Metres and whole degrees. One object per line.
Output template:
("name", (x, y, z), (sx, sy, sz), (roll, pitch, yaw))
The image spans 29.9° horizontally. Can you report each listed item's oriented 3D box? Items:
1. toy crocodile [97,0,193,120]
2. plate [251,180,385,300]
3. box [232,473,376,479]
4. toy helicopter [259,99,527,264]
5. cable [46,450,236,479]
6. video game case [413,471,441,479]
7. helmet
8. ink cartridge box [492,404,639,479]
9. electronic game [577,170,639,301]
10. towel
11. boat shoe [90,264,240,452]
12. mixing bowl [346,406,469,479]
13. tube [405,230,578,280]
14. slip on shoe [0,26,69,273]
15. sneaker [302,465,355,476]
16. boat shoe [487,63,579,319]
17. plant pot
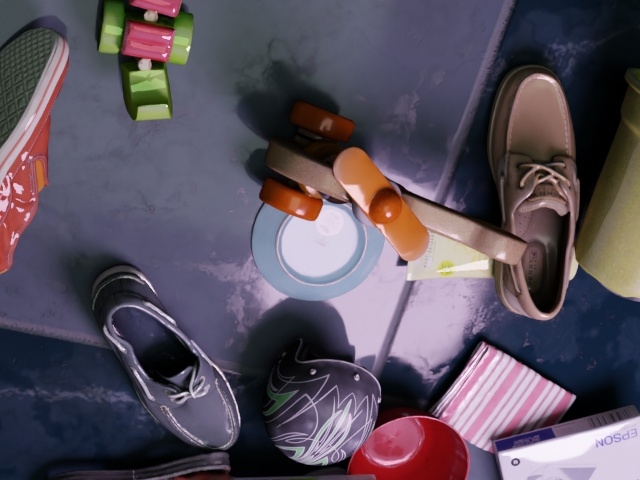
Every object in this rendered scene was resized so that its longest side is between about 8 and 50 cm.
("toy crocodile", (-0.192, -0.310, 1.420), (0.115, 0.105, 0.340), (8, 108, -16))
("plate", (0.000, 0.000, 1.630), (0.188, 0.024, 0.188), (-4, 112, -10))
("box", (-0.017, 0.391, 1.628), (0.203, 0.114, 0.103), (-1, 108, -7))
("toy helicopter", (0.099, -0.049, 1.489), (0.355, 0.235, 0.140), (21, 96, -10))
("cable", (-0.235, 0.348, 1.669), (0.287, 0.072, 0.139), (1, 144, -18))
("video game case", (0.136, 0.482, 1.827), (0.206, 0.026, 0.227), (-26, 110, 5))
("helmet", (0.001, 0.225, 1.642), (0.169, 0.161, 0.169), (-5, 112, -12))
("ink cartridge box", (0.388, 0.375, 1.798), (0.223, 0.045, 0.224), (-16, 111, 2))
("electronic game", (0.479, -0.023, 1.719), (0.229, 0.048, 0.229), (-2, 104, -9))
("towel", (0.274, 0.247, 1.790), (0.197, 0.029, 0.144), (31, 101, -24))
("boat shoe", (-0.204, 0.180, 1.611), (0.116, 0.099, 0.319), (-31, 115, -2))
("mixing bowl", (0.115, 0.310, 1.735), (0.181, 0.098, 0.181), (-5, 113, -11))
("tube", (0.239, 0.020, 1.677), (0.240, 0.070, 0.062), (5, 150, -11))
("slip on shoe", (-0.380, -0.103, 1.466), (0.101, 0.123, 0.331), (10, 106, -50))
("sneaker", (-0.039, 0.416, 1.745), (0.228, 0.092, 0.087), (-31, 113, -1))
("boat shoe", (0.296, -0.065, 1.596), (0.121, 0.110, 0.341), (-3, 95, -8))
("plant pot", (0.467, -0.050, 1.569), (0.276, 0.276, 0.254), (17, 112, -19))
